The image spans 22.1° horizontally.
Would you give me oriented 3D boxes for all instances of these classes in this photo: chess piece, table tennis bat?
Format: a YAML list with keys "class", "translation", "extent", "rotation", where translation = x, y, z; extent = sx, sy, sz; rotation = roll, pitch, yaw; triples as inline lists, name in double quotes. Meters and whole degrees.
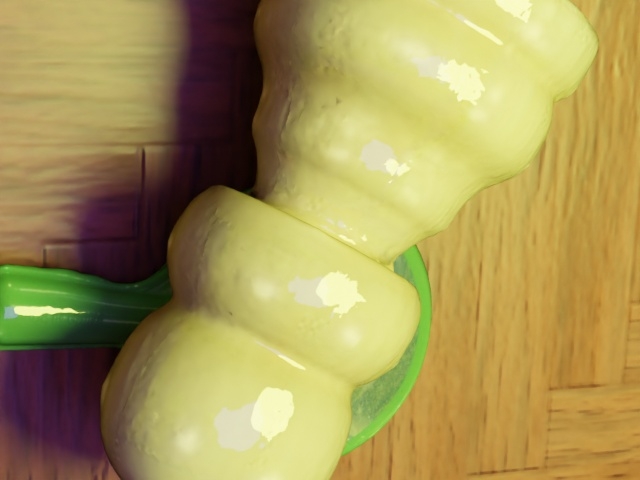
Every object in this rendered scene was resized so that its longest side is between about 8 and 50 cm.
- class: "chess piece"
  translation: [0.000, 0.000, 0.784]
  extent: [0.167, 0.167, 0.299]
  rotation: [29, 84, -25]
- class: "table tennis bat"
  translation: [-0.054, 0.043, 0.861]
  extent: [0.257, 0.039, 0.160]
  rotation: [5, 98, -25]
